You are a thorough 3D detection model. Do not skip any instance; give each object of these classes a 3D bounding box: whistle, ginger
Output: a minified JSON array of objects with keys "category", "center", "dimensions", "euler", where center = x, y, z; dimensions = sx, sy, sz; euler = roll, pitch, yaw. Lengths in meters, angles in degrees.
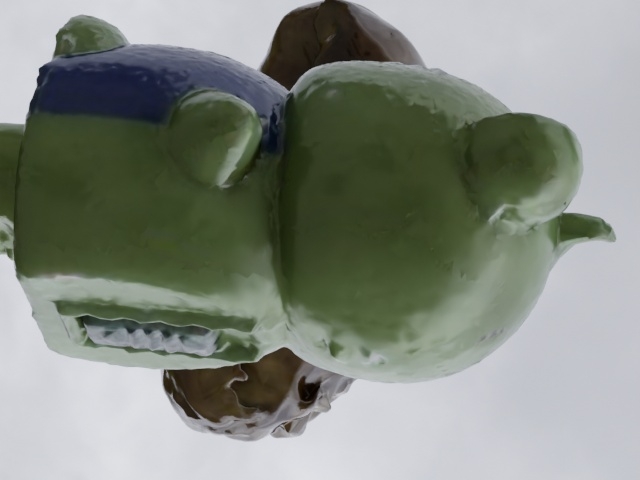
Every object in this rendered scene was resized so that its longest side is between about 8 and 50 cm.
[{"category":"whistle","center":[-0.036,-0.010,0.356],"dimensions":[0.228,0.105,0.085],"euler":[5,-116,3]},{"category":"ginger","center":[0.000,0.000,0.840],"dimensions":[0.165,0.172,0.321],"euler":[-4,-128,27]}]
